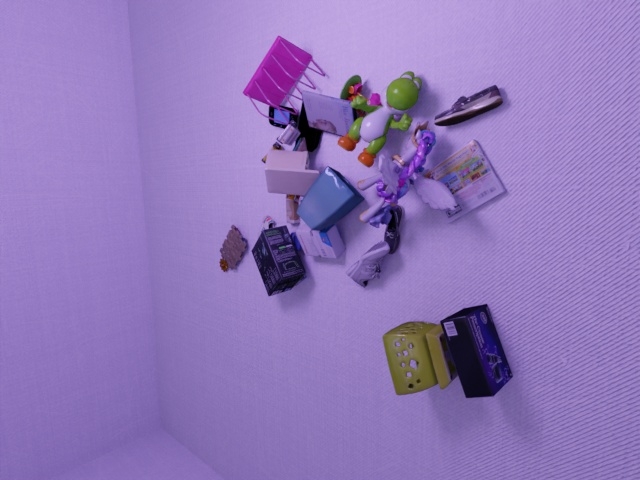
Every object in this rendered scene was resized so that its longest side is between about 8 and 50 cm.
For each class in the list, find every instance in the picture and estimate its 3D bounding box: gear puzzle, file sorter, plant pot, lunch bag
[{"bbox_3d":[-0.515,0.073,2.407,0.175,0.044,0.338,53,130,22],"label":"gear puzzle"},{"bbox_3d":[-0.153,-0.679,1.793,0.290,0.202,0.182,-48,59,27],"label":"file sorter"},{"bbox_3d":[0.386,0.417,1.502,0.207,0.227,0.227,-18,84,36],"label":"plant pot"},{"bbox_3d":[0.028,-0.157,1.708,0.234,0.166,0.165,-45,75,15],"label":"plant pot"},{"bbox_3d":[-0.108,-0.001,1.993,0.067,0.065,0.098,6,101,42],"label":"lunch bag"}]

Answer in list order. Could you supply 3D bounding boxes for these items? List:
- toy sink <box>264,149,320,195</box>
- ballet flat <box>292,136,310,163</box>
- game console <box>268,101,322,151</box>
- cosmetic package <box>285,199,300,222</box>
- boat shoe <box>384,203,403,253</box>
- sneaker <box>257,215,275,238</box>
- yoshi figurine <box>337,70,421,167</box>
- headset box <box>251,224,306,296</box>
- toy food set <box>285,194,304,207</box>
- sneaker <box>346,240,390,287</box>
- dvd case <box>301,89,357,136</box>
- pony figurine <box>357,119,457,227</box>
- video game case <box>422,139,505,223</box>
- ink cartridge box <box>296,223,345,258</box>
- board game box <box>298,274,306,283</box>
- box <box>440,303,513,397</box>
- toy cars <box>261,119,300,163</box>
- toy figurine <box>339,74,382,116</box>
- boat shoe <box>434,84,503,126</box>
[{"bbox_3d":[-0.113,-0.296,1.789,0.152,0.235,0.131,90,-174,-55],"label":"toy sink"},{"bbox_3d":[-0.112,-0.353,1.909,0.316,0.106,0.107,-45,22,51],"label":"ballet flat"},{"bbox_3d":[-0.127,-0.554,1.938,0.362,0.044,0.212,26,114,38],"label":"game console"},{"bbox_3d":[-0.135,-0.144,2.013,0.060,0.041,0.114,4,99,43],"label":"cosmetic package"},{"bbox_3d":[0.278,-0.041,1.627,0.075,0.065,0.205,19,111,37],"label":"boat shoe"},{"bbox_3d":[-0.278,-0.045,2.150,0.075,0.057,0.161,35,117,40],"label":"sneaker"},{"bbox_3d":[0.225,-0.450,1.481,0.362,0.204,0.203,-52,43,17],"label":"yoshi figurine"},{"bbox_3d":[-0.216,0.093,2.016,0.282,0.132,0.246,66,149,18],"label":"headset box"},{"bbox_3d":[-0.047,-0.150,1.871,0.233,0.111,0.104,16,111,7],"label":"toy food set"},{"bbox_3d":[0.218,0.100,1.689,0.115,0.105,0.281,47,145,7],"label":"sneaker"},{"bbox_3d":[0.042,-0.516,1.701,0.253,0.022,0.180,23,151,27],"label":"dvd case"},{"bbox_3d":[0.275,-0.206,1.437,0.363,0.303,0.350,-48,29,42],"label":"pony figurine"},{"bbox_3d":[0.491,-0.201,1.432,0.227,0.026,0.206,-36,72,41],"label":"video game case"},{"bbox_3d":[0.000,0.000,1.849,0.191,0.082,0.139,6,128,44],"label":"ink cartridge box"},{"bbox_3d":[-0.118,0.168,2.062,0.090,0.020,0.090,-43,67,40],"label":"board game box"},{"bbox_3d":[0.526,0.365,1.382,0.103,0.185,0.260,-23,81,40],"label":"box"},{"bbox_3d":[-0.169,-0.429,1.876,0.087,0.176,0.394,37,154,-12],"label":"toy cars"},{"bbox_3d":[0.173,-0.540,1.629,0.159,0.130,0.173,39,144,21],"label":"toy figurine"},{"bbox_3d":[0.485,-0.446,1.367,0.224,0.080,0.073,-13,82,38],"label":"boat shoe"}]
